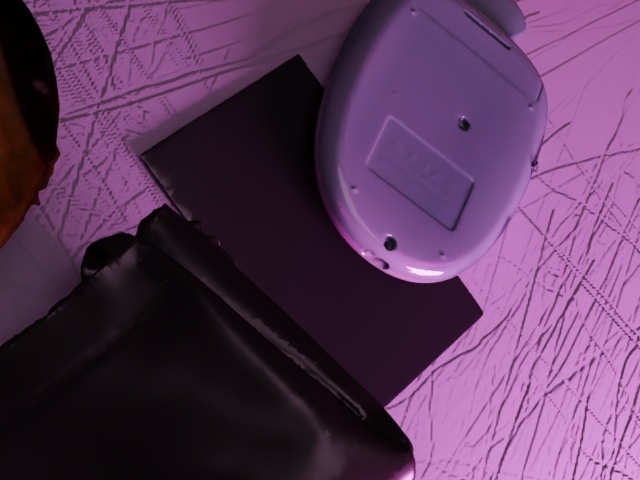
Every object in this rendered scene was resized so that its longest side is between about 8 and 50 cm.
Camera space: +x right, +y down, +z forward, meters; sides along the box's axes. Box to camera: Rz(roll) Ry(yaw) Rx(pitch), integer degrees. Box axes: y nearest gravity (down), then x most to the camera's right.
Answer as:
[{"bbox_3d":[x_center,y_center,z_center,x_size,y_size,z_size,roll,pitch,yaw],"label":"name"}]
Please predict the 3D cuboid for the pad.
[{"bbox_3d":[0.000,0.000,0.900,0.170,0.006,0.245,-39,95,-35],"label":"pad"}]

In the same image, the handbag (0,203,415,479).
[{"bbox_3d":[-0.112,0.139,0.723,0.285,0.113,0.257,-39,89,-27],"label":"handbag"}]

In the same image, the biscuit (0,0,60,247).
[{"bbox_3d":[-0.299,-0.103,0.704,0.317,0.040,0.318,20,48,-24],"label":"biscuit"}]

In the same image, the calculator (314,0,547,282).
[{"bbox_3d":[0.094,-0.101,0.967,0.185,0.041,0.299,37,57,-16],"label":"calculator"}]
